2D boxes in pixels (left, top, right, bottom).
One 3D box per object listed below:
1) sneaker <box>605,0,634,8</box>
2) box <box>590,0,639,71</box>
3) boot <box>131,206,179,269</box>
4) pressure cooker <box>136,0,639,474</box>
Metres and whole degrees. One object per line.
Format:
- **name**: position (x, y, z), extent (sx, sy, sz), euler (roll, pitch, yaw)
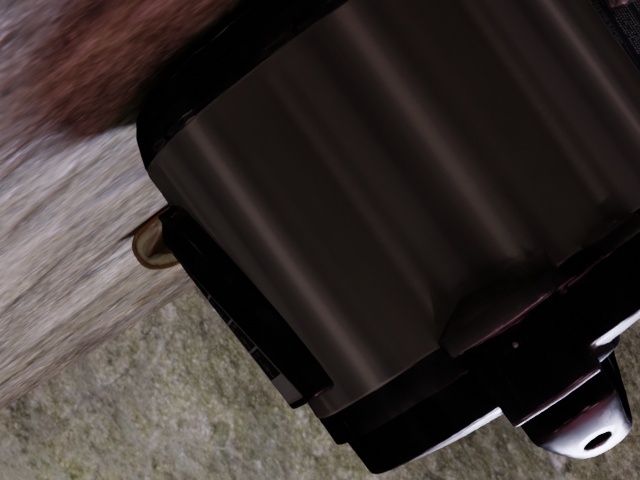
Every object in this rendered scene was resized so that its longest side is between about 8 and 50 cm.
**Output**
- **sneaker**: position (0.303, -0.336, 1.720), extent (0.107, 0.118, 0.279), euler (-25, -156, 24)
- **box**: position (0.214, -0.149, 1.836), extent (0.293, 0.212, 0.395), euler (-36, 163, 23)
- **boot**: position (-0.086, -0.050, 2.184), extent (0.236, 0.089, 0.269), euler (-36, 176, 17)
- **pressure cooker**: position (0.106, -0.018, 1.368), extent (0.370, 0.420, 0.375), euler (-35, 179, -39)
